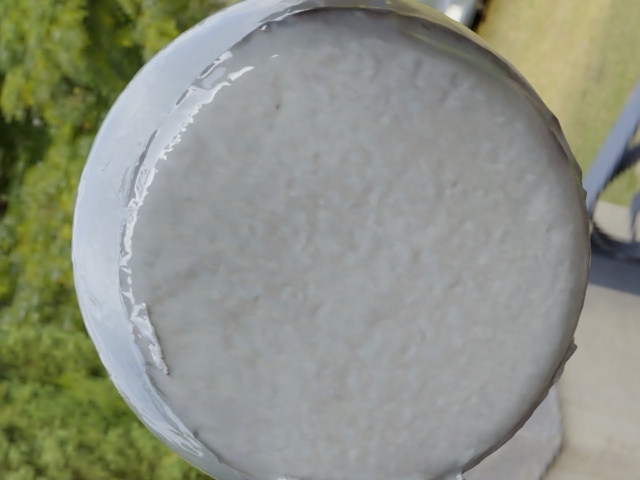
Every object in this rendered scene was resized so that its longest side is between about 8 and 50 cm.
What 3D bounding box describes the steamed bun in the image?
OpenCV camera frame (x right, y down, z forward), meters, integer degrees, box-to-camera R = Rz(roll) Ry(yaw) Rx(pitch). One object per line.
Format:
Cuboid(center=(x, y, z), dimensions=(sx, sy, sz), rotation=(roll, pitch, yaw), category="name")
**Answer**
Cuboid(center=(0.000, 0.000, 1.051), dimensions=(0.241, 0.374, 0.374), rotation=(-154, 78, -69), category="steamed bun")
